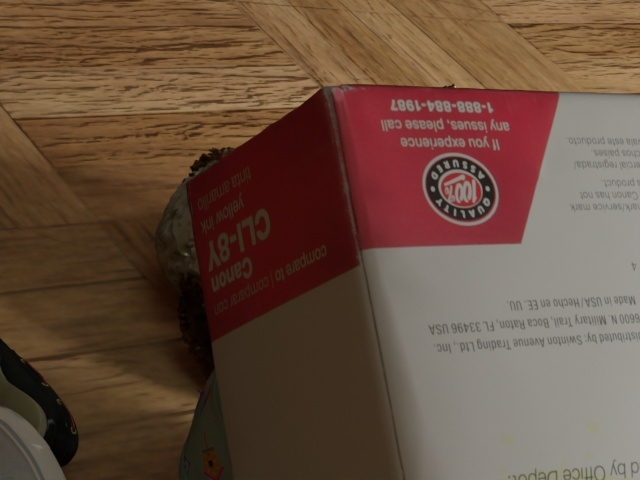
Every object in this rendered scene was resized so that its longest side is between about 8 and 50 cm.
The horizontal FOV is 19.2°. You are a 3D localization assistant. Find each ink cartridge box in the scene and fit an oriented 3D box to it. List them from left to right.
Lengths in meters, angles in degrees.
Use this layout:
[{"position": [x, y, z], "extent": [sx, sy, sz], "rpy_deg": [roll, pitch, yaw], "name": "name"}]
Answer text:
[{"position": [0.109, 0.128, 0.967], "extent": [0.279, 0.160, 0.384], "rpy_deg": [0, 73, -35], "name": "ink cartridge box"}]

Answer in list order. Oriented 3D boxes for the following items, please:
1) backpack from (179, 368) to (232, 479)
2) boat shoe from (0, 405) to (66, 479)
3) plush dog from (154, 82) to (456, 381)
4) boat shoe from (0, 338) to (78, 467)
[{"position": [0.004, 0.120, 1.106], "extent": [0.166, 0.144, 0.188], "rpy_deg": [33, 30, 3], "name": "backpack"}, {"position": [-0.169, 0.161, 1.012], "extent": [0.063, 0.066, 0.184], "rpy_deg": [0, 47, -37], "name": "boat shoe"}, {"position": [0.000, 0.000, 1.288], "extent": [0.225, 0.210, 0.262], "rpy_deg": [-3, 32, 1], "name": "plush dog"}, {"position": [-0.190, 0.091, 1.127], "extent": [0.133, 0.049, 0.042], "rpy_deg": [41, 5, 41], "name": "boat shoe"}]
